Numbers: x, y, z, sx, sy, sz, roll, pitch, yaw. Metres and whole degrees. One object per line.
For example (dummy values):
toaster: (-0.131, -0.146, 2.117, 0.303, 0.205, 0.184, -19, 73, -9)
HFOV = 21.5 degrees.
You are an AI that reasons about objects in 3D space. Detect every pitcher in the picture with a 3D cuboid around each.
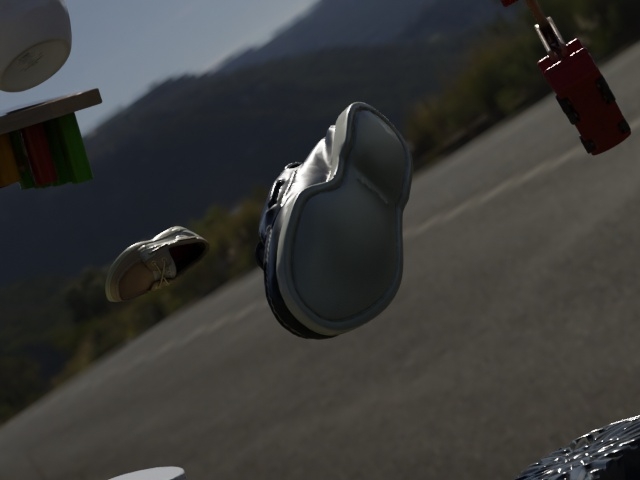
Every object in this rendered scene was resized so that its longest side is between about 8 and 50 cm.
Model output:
pitcher: (-0.361, -0.238, 1.716, 0.178, 0.207, 0.125, -39, -18, 10)

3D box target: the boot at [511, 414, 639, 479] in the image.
boot: (0.280, 0.368, 1.267, 0.146, 0.445, 0.367, -25, -3, 41)

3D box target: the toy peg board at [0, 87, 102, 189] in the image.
toy peg board: (-0.292, -0.073, 1.516, 0.160, 0.079, 0.161, -22, 11, -34)

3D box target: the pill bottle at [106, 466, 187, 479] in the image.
pill bottle: (-0.163, 0.352, 1.698, 0.131, 0.229, 0.131, -12, 4, 1)

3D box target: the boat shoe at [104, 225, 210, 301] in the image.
boat shoe: (-0.167, 0.025, 1.739, 0.045, 0.050, 0.135, 13, 35, 34)

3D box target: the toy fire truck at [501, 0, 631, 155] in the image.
toy fire truck: (0.218, -0.171, 1.534, 0.047, 0.135, 0.192, -29, -30, 10)

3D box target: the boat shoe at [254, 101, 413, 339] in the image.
boat shoe: (-0.003, -0.003, 1.522, 0.113, 0.127, 0.340, -38, 22, 30)
